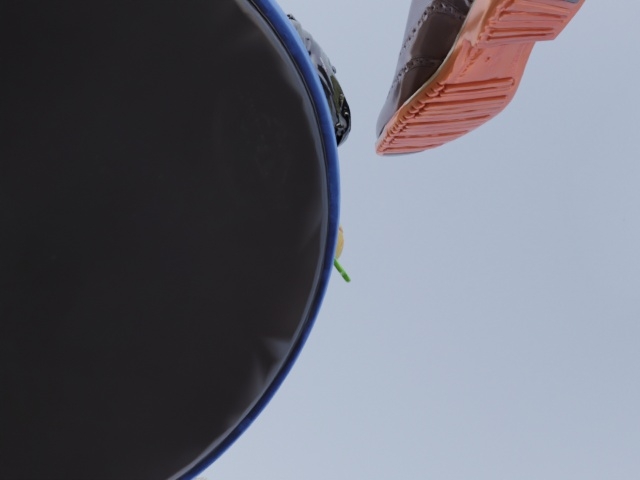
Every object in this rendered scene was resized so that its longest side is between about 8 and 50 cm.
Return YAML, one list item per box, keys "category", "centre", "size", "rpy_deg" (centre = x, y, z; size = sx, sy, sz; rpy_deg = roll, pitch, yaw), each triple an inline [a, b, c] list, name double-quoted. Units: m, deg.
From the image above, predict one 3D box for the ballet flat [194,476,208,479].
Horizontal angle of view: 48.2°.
- category: "ballet flat"
  centre: [-0.160, 0.244, 0.662]
  size: [0.057, 0.168, 0.052]
  rpy_deg: [-52, -129, 11]

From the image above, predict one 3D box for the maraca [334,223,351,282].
- category: "maraca"
  centre: [0.000, 0.000, 1.320]
  size: [0.099, 0.127, 0.186]
  rpy_deg: [-35, -91, 4]

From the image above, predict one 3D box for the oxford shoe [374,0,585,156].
- category: "oxford shoe"
  centre: [0.147, -0.214, 0.767]
  size: [0.364, 0.129, 0.133]
  rpy_deg: [-51, -127, 56]

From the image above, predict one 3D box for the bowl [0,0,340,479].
- category: "bowl"
  centre: [-0.154, 0.001, 0.390]
  size: [0.077, 0.391, 0.391]
  rpy_deg: [28, -76, 51]

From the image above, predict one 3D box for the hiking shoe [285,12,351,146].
- category: "hiking shoe"
  centre: [-0.010, -0.108, 0.675]
  size: [0.086, 0.114, 0.227]
  rpy_deg: [-26, -129, 40]
